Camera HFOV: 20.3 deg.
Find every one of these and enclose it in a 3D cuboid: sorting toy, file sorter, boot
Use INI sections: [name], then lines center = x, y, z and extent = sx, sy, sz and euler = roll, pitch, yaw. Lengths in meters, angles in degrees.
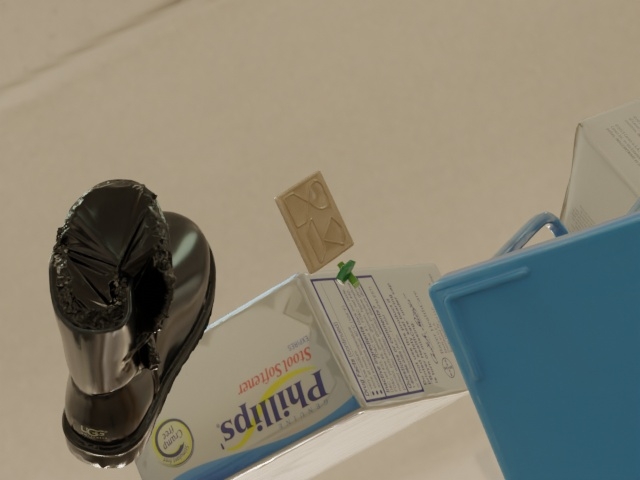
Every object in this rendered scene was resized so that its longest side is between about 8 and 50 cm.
[sorting toy]
center = 0.000, 0.000, 1.187
extent = 0.012, 0.083, 0.062
euler = -19, 10, 35
[file sorter]
center = 0.139, 0.027, 0.462
extent = 0.170, 0.118, 0.104
euler = -19, 8, 25
[boot]
center = -0.135, 0.022, 1.338
extent = 0.094, 0.246, 0.207
euler = 14, -40, 5

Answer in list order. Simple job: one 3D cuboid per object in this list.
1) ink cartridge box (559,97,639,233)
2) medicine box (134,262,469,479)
[ink cartridge box]
center = 0.369, 0.011, 1.259
extent = 0.271, 0.309, 0.130
euler = -22, -37, -19
[medicine box]
center = -0.017, 0.147, 1.806
extent = 0.263, 0.149, 0.289
euler = -31, -15, 27
